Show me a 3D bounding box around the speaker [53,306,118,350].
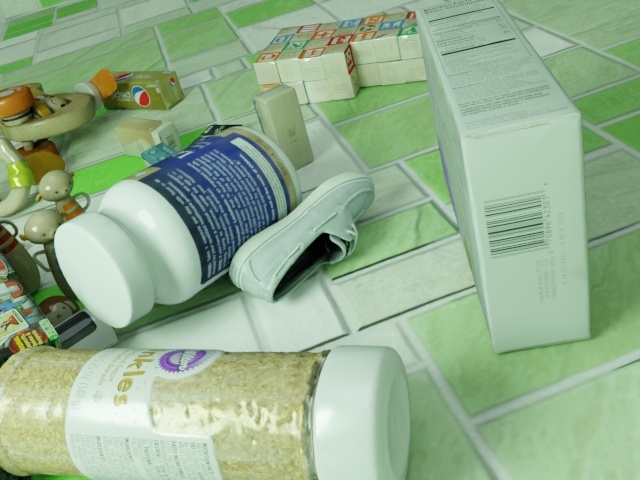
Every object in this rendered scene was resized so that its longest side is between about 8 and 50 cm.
[{"bbox_3d":[-0.294,0.129,0.754,0.136,0.055,0.055,-35,38,-27],"label":"speaker"}]

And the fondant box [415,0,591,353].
[{"bbox_3d":[0.178,-0.085,0.706,0.096,0.238,0.330,-11,34,9],"label":"fondant box"}]

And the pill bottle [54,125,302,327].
[{"bbox_3d":[-0.157,-0.020,0.796,0.153,0.153,0.265,13,35,36],"label":"pill bottle"}]

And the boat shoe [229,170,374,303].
[{"bbox_3d":[0.000,0.000,0.815,0.081,0.079,0.227,35,56,28],"label":"boat shoe"}]

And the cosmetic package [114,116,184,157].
[{"bbox_3d":[-0.295,-0.175,1.186,0.115,0.060,0.041,11,42,36],"label":"cosmetic package"}]

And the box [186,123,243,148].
[{"bbox_3d":[-0.176,-0.169,1.166,0.067,0.018,0.083,5,39,27],"label":"box"}]

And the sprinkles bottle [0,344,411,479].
[{"bbox_3d":[-0.107,0.150,0.588,0.356,0.121,0.121,-3,36,19],"label":"sprinkles bottle"}]

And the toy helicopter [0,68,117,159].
[{"bbox_3d":[-0.542,-0.273,1.364,0.235,0.140,0.355,-29,33,-22],"label":"toy helicopter"}]

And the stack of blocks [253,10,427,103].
[{"bbox_3d":[0.051,-0.331,1.246,0.297,0.087,0.171,-2,36,20],"label":"stack of blocks"}]

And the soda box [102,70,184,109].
[{"bbox_3d":[-0.370,-0.306,1.403,0.181,0.061,0.058,8,41,31],"label":"soda box"}]

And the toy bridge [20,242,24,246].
[{"bbox_3d":[-0.480,0.060,0.952,0.063,0.026,0.188,9,41,28],"label":"toy bridge"}]

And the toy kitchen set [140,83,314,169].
[{"bbox_3d":[-0.150,-0.151,1.036,0.207,0.122,0.166,-31,37,-22],"label":"toy kitchen set"}]

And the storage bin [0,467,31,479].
[{"bbox_3d":[-0.371,0.213,0.637,0.180,0.084,0.122,-9,34,11],"label":"storage bin"}]

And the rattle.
[{"bbox_3d":[-0.557,-0.090,1.165,0.200,0.130,0.142,-38,19,14],"label":"rattle"}]

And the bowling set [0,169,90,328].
[{"bbox_3d":[-0.363,0.024,0.843,0.200,0.154,0.287,15,45,37],"label":"bowling set"}]

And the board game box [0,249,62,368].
[{"bbox_3d":[-0.388,0.052,0.710,0.136,0.030,0.260,-26,52,-33],"label":"board game box"}]
